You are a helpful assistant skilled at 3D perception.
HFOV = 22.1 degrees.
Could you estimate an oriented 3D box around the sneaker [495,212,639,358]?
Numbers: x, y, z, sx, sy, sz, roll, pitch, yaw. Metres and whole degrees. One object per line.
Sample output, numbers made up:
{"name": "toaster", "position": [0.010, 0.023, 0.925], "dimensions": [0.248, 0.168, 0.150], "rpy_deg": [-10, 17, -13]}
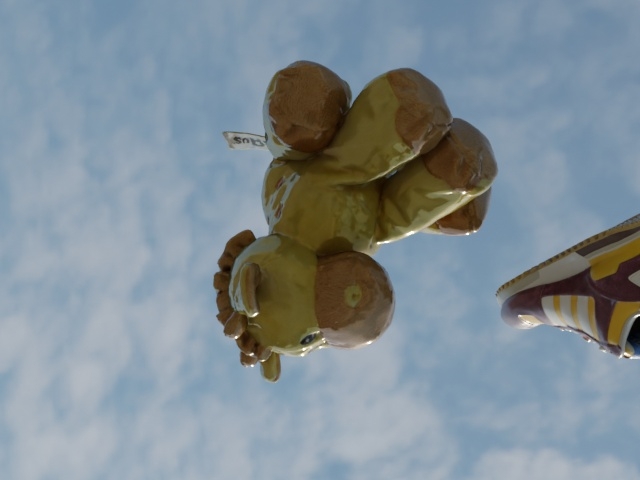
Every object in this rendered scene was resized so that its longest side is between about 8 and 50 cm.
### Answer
{"name": "sneaker", "position": [0.177, 0.044, 1.056], "dimensions": [0.084, 0.069, 0.185], "rpy_deg": [64, -24, 7]}

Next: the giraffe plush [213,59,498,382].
{"name": "giraffe plush", "position": [0.000, 0.000, 1.076], "dimensions": [0.210, 0.181, 0.170], "rpy_deg": [-5, -125, 37]}
